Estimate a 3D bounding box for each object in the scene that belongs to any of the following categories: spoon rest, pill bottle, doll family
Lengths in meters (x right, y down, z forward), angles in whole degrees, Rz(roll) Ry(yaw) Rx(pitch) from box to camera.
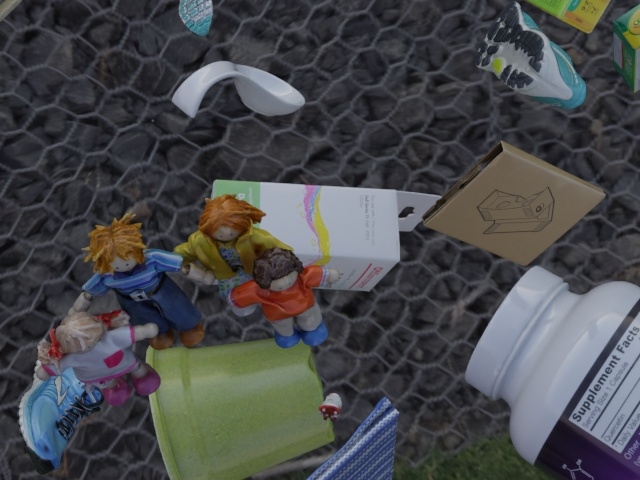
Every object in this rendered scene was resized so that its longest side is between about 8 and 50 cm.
[{"bbox_3d":[-0.130,-0.264,1.636,0.137,0.276,0.084,40,120,23],"label":"spoon rest"},{"bbox_3d":[0.290,0.156,0.794,0.323,0.181,0.181,32,91,21],"label":"pill bottle"},{"bbox_3d":[-0.121,0.035,0.808,0.263,0.163,0.118,-19,58,-1],"label":"doll family"}]

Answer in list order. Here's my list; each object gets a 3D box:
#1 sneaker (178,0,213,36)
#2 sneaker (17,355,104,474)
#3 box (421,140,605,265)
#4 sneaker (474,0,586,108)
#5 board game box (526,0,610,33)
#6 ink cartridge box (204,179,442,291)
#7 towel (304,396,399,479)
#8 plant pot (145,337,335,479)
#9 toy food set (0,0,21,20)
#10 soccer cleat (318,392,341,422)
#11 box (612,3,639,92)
[{"bbox_3d":[-0.215,-0.415,1.671,0.065,0.076,0.166,-23,59,8],"label":"sneaker"},{"bbox_3d":[-0.263,0.168,0.975,0.073,0.162,0.063,-7,127,2],"label":"sneaker"},{"bbox_3d":[0.266,-0.046,1.303,0.201,0.021,0.164,20,131,-31],"label":"box"},{"bbox_3d":[0.304,-0.264,1.388,0.110,0.275,0.107,25,116,-21],"label":"sneaker"},{"bbox_3d":[0.147,-0.238,0.661,0.039,0.259,0.124,19,110,-27],"label":"board game box"},{"bbox_3d":[0.000,0.000,1.494,0.354,0.207,0.119,2,73,-9],"label":"ink cartridge box"},{"bbox_3d":[0.002,0.345,1.209,0.243,0.336,0.040,-39,64,-21],"label":"towel"},{"bbox_3d":[-0.118,0.269,1.526,0.254,0.276,0.276,-14,99,-2],"label":"plant pot"},{"bbox_3d":[-0.389,-0.201,0.942,0.132,0.192,0.038,-58,145,-35],"label":"toy food set"},{"bbox_3d":[0.015,0.218,1.256,0.029,0.083,0.035,12,72,7],"label":"soccer cleat"},{"bbox_3d":[0.367,-0.224,0.904,0.179,0.105,0.043,-31,69,7],"label":"box"}]
